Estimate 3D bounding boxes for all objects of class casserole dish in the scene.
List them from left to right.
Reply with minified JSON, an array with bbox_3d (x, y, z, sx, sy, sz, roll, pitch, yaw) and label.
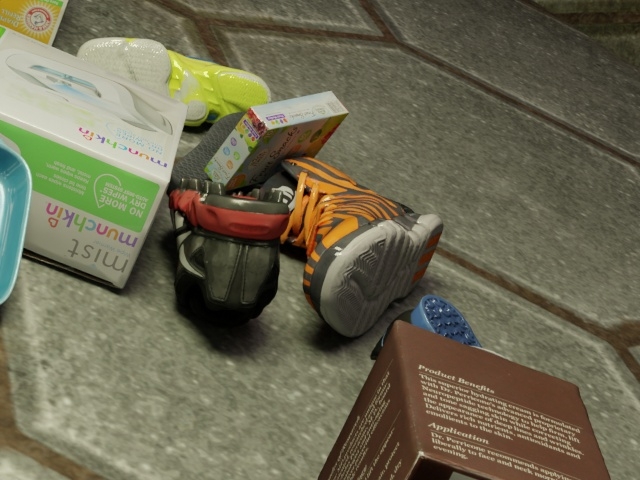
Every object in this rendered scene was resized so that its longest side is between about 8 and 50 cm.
[{"bbox_3d":[-0.306,-0.016,1.364,0.114,0.037,0.188,22,49,-25],"label":"casserole dish"}]

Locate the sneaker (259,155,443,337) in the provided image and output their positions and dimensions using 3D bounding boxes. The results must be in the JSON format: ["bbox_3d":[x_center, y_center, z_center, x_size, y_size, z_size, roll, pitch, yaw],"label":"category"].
[{"bbox_3d":[0.000,0.000,1.660,0.180,0.124,0.321,26,11,13],"label":"sneaker"}]

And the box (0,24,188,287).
[{"bbox_3d":[-0.275,-0.091,1.541,0.262,0.126,0.231,23,20,-8],"label":"box"}]

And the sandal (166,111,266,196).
[{"bbox_3d":[-0.099,-0.084,1.821,0.097,0.054,0.254,25,31,18],"label":"sandal"}]

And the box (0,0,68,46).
[{"bbox_3d":[-0.362,-0.326,2.003,0.114,0.103,0.203,20,23,-13],"label":"box"}]

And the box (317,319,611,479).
[{"bbox_3d":[0.106,0.198,1.229,0.168,0.167,0.203,20,22,-11],"label":"box"}]

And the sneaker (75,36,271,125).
[{"bbox_3d":[-0.183,-0.185,1.931,0.240,0.091,0.126,16,5,-21],"label":"sneaker"}]

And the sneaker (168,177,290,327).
[{"bbox_3d":[-0.096,0.011,1.540,0.098,0.135,0.276,7,2,-12],"label":"sneaker"}]

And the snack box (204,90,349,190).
[{"bbox_3d":[-0.046,-0.106,1.730,0.141,0.100,0.037,-16,61,-51],"label":"snack box"}]

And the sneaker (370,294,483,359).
[{"bbox_3d":[0.126,0.165,1.459,0.081,0.090,0.232,2,52,-46],"label":"sneaker"}]
